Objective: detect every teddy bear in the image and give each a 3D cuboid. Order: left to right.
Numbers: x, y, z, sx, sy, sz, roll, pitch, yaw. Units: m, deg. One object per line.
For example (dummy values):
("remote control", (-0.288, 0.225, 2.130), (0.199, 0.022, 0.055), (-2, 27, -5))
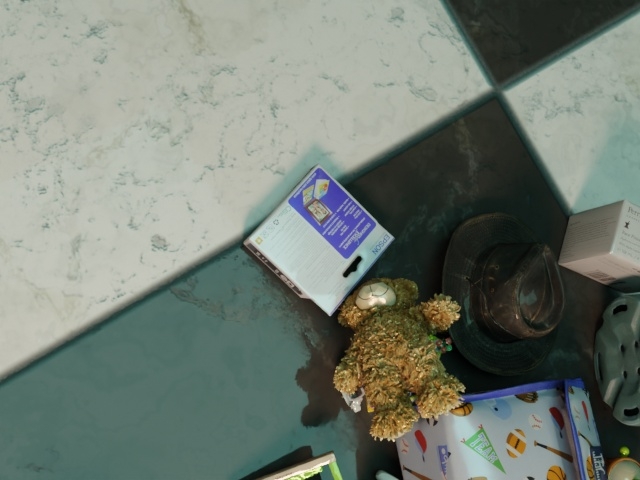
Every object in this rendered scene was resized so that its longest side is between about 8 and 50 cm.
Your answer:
("teddy bear", (0.126, 0.184, 1.461), (0.113, 0.245, 0.338), (39, 40, -38))

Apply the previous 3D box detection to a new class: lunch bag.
("lunch bag", (0.362, 0.423, 1.515), (0.385, 0.239, 0.328), (0, 72, -28))

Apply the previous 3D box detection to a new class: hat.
("hat", (0.382, 0.089, 1.623), (0.331, 0.134, 0.331), (9, 71, -27))

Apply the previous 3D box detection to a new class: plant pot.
("plant pot", (0.749, 0.235, 1.669), (0.334, 0.341, 0.341), (3, 80, -11))

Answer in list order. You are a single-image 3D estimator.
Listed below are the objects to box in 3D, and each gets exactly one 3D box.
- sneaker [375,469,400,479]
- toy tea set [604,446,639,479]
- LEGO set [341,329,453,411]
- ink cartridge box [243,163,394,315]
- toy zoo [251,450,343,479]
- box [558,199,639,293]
("sneaker", (0.146, 0.485, 1.548), (0.061, 0.054, 0.152), (-40, 96, -18))
("toy tea set", (0.579, 0.576, 1.644), (0.200, 0.124, 0.336), (-24, 89, -21))
("LEGO set", (0.176, 0.234, 1.571), (0.287, 0.107, 0.132), (-30, 92, -21))
("ink cartridge box", (0.000, 0.000, 1.583), (0.208, 0.045, 0.206), (44, 70, -6))
("toy zoo", (-0.017, 0.535, 1.463), (0.192, 0.030, 0.293), (-20, 88, -2))
("box", (0.616, 0.017, 1.721), (0.181, 0.182, 0.119), (22, 75, -14))
